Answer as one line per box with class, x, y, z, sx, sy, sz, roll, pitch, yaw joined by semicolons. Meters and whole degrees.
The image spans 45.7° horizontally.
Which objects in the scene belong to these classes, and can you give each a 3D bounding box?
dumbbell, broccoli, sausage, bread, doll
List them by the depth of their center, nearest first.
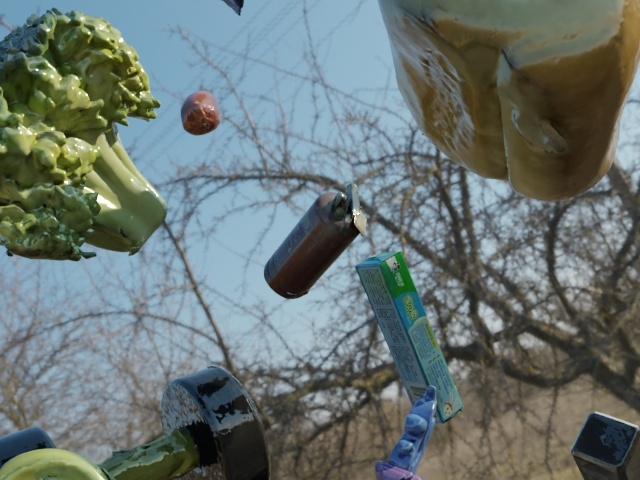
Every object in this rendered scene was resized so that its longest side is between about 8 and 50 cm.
broccoli;-0.311;-0.090;0.872;0.293;0.281;0.347;-23;31;49
bread;0.242;-0.239;0.948;0.253;0.348;0.376;-44;-27;-7
doll;0.106;0.280;0.962;0.067;0.205;0.110;17;-23;23
dumbbell;-0.246;0.302;0.974;0.323;0.203;0.204;-14;-18;-33
sausage;-0.178;-0.191;1.136;0.054;0.059;0.094;-9;26;-1

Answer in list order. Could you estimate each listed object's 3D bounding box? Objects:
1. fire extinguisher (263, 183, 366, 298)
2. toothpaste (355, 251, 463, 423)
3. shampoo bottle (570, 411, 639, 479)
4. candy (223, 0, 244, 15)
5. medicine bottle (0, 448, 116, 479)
fire extinguisher;0.000;0.000;1.284;0.105;0.104;0.269;-10;-26;-39
toothpaste;0.136;0.147;1.148;0.050;0.266;0.065;-28;10;-28
shampoo bottle;0.447;0.351;1.130;0.079;0.080;0.246;-53;-46;-21
candy;-0.175;-0.518;1.233;0.077;0.187;0.331;-51;-3;-25
medicine bottle;-0.232;0.259;0.666;0.124;0.124;0.239;-17;-16;-23
